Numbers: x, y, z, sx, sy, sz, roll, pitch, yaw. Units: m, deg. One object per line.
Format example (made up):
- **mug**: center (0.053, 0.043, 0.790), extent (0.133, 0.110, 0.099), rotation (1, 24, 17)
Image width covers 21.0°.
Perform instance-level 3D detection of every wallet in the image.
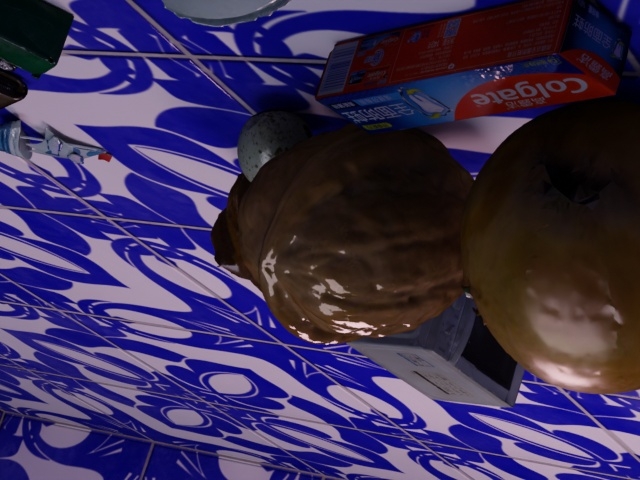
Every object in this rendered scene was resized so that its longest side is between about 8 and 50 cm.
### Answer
- **wallet**: center (-0.432, -0.181, 2.049), extent (0.110, 0.031, 0.198), rotation (27, 161, -27)

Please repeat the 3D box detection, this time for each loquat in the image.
- **loquat**: center (0.249, 0.006, 1.542), extent (0.263, 0.263, 0.263), rotation (16, 163, 5)

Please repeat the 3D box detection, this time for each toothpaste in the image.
- **toothpaste**: center (0.126, -0.152, 1.515), extent (0.076, 0.066, 0.320), rotation (29, 161, -32)

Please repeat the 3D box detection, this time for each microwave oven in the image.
- **microwave oven**: center (0.158, 0.120, 2.236), extent (0.162, 0.122, 0.208), rotation (3, 157, 41)

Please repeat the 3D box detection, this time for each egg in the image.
- **egg**: center (-0.047, -0.098, 1.826), extent (0.085, 0.085, 0.110), rotation (12, 154, 18)

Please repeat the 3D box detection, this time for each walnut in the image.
- **walnut**: center (0.037, -0.006, 1.728), extent (0.224, 0.257, 0.257), rotation (36, 177, 38)

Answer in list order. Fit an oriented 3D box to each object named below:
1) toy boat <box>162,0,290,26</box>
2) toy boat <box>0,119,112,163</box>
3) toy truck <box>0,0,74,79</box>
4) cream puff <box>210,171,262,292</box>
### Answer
- **toy boat**: center (-0.068, -0.253, 1.414), extent (0.134, 0.079, 0.207), rotation (16, 154, -20)
- **toy boat**: center (-0.342, -0.120, 2.172), extent (0.149, 0.034, 0.105), rotation (11, 164, -22)
- **toy truck**: center (-0.338, -0.225, 1.758), extent (0.147, 0.065, 0.079), rotation (25, 159, -23)
- **cream puff**: center (0.000, 0.000, 1.988), extent (0.241, 0.155, 0.269), rotation (5, 153, 21)
